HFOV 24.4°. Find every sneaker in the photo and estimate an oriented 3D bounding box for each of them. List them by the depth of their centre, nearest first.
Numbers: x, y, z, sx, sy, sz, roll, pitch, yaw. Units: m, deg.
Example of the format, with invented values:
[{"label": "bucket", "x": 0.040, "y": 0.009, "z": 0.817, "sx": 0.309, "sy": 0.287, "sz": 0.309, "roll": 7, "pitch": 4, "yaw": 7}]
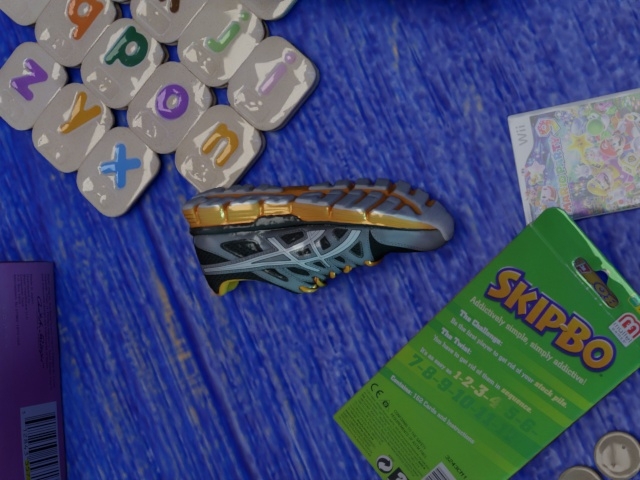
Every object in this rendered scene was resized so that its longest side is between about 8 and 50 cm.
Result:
[{"label": "sneaker", "x": 0.000, "y": 0.000, "z": 1.143, "sx": 0.215, "sy": 0.084, "sz": 0.083, "roll": 0, "pitch": 105, "yaw": 21}]

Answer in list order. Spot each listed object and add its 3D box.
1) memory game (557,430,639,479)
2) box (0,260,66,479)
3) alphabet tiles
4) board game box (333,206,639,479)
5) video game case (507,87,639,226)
[{"label": "memory game", "x": 0.252, "y": 0.224, "z": 1.080, "sx": 0.186, "sy": 0.012, "sz": 0.186, "roll": 0, "pitch": 90, "yaw": 20}, {"label": "box", "x": -0.348, "y": 0.131, "z": 1.236, "sx": 0.243, "sy": 0.117, "sz": 0.213, "roll": -5, "pitch": 88, "yaw": 18}, {"label": "alphabet tiles", "x": -0.141, "y": -0.171, "z": 1.219, "sx": 0.284, "sy": 0.021, "sz": 0.278, "roll": 42, "pitch": 102, "yaw": 15}, {"label": "board game box", "x": 0.129, "y": 0.098, "z": 1.077, "sx": 0.124, "sy": 0.039, "sz": 0.259, "roll": 51, "pitch": 124, "yaw": 13}, {"label": "video game case", "x": 0.206, "y": -0.062, "z": 1.101, "sx": 0.122, "sy": 0.011, "sz": 0.087, "roll": -11, "pitch": 86, "yaw": 19}]
